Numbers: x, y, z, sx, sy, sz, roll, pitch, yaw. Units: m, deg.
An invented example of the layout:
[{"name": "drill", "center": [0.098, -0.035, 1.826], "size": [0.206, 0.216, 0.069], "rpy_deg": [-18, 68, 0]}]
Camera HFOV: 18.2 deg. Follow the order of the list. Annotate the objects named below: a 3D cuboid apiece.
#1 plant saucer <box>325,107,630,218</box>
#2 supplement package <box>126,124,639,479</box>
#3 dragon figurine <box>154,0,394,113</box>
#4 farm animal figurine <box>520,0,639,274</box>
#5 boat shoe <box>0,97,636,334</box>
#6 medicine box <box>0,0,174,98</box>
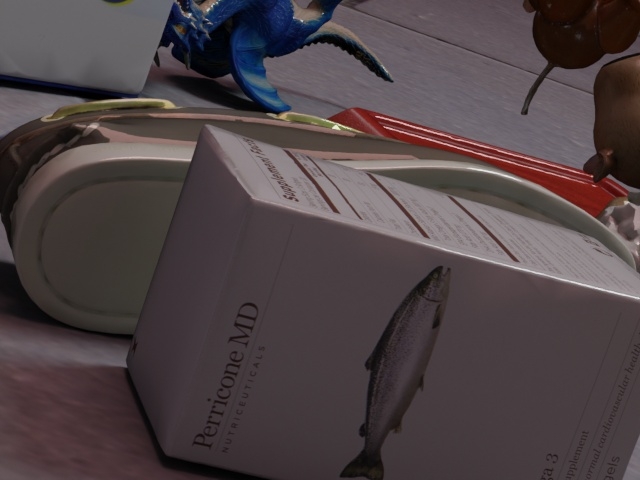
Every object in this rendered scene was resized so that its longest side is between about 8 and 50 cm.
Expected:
[{"name": "plant saucer", "center": [0.131, -0.015, 1.267], "size": [0.258, 0.047, 0.259], "rpy_deg": [14, 13, -21]}, {"name": "supplement package", "center": [0.029, 0.038, 0.770], "size": [0.179, 0.105, 0.105], "rpy_deg": [14, 14, -18]}, {"name": "dragon figurine", "center": [-0.052, -0.148, 1.460], "size": [0.085, 0.144, 0.289], "rpy_deg": [25, -8, 29]}, {"name": "farm animal figurine", "center": [0.249, -0.053, 1.155], "size": [0.330, 0.172, 0.326], "rpy_deg": [3, 61, -28]}, {"name": "boat shoe", "center": [0.001, -0.004, 0.898], "size": [0.305, 0.109, 0.091], "rpy_deg": [8, 21, -26]}, {"name": "medicine box", "center": [-0.275, -0.218, 1.297], "size": [0.263, 0.149, 0.289], "rpy_deg": [5, 19, -47]}]
